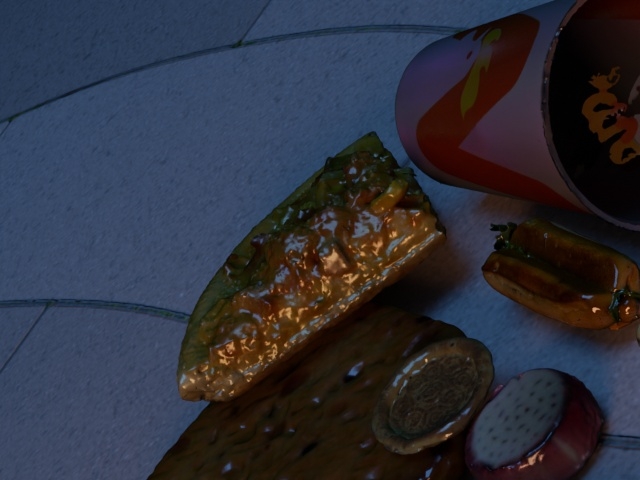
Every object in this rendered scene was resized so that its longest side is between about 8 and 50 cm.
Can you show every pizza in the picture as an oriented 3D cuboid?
[{"bbox_3d":[-0.027,0.018,1.651,0.268,0.087,0.258,-39,14,2],"label":"pizza"}]

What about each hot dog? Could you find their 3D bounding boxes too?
[{"bbox_3d":[0.183,0.028,1.421,0.072,0.055,0.188,-44,26,-7],"label":"hot dog"}]

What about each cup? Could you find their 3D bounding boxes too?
[{"bbox_3d":[0.182,-0.107,1.495,0.203,0.203,0.288,-51,20,-15],"label":"cup"}]

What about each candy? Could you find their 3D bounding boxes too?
[{"bbox_3d":[0.149,0.136,1.324,0.103,0.043,0.103,-33,29,21],"label":"candy"}]

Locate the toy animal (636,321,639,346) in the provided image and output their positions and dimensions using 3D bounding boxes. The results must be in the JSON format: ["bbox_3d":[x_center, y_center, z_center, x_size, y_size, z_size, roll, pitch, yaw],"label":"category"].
[{"bbox_3d":[0.271,0.056,1.177,0.101,0.103,0.218,8,73,50],"label":"toy animal"}]

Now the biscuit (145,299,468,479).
[{"bbox_3d":[-0.020,0.190,1.481,0.359,0.046,0.359,-34,28,20],"label":"biscuit"}]

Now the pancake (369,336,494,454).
[{"bbox_3d":[0.082,0.115,1.392,0.115,0.011,0.115,-32,29,20],"label":"pancake"}]
